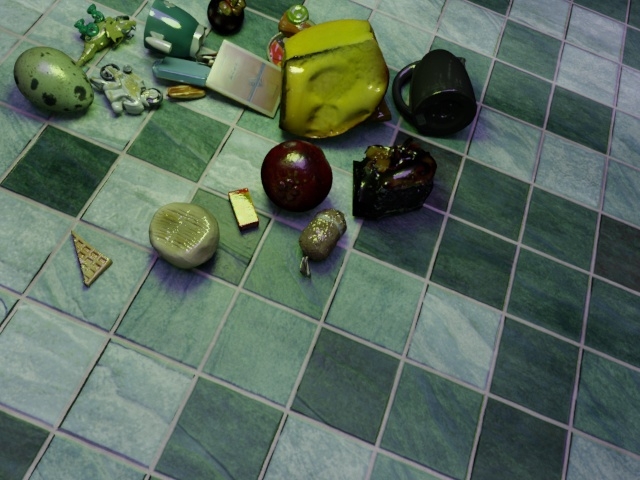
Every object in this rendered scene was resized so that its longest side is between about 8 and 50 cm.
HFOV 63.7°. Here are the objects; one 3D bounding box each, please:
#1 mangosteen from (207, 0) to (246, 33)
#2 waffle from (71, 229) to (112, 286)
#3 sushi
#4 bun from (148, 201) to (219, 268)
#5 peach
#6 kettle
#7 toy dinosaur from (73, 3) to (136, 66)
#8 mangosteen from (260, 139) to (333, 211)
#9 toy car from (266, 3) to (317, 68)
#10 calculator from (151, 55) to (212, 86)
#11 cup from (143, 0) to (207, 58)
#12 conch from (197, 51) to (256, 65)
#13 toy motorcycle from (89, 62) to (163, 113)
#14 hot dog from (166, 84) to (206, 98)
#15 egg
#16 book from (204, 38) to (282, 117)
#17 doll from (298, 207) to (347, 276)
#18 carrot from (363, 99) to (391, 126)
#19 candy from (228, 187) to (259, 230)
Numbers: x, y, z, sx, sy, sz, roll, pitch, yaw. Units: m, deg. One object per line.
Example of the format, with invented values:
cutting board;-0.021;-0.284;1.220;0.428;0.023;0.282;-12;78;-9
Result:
mangosteen;-0.319;-0.794;1.778;0.137;0.151;0.137;10;73;-35
waffle;-0.653;0.047;1.400;0.152;0.023;0.097;37;64;6
sushi;0.227;-0.196;1.562;0.226;0.212;0.216;6;64;-8
bun;-0.376;-0.011;1.422;0.193;0.128;0.179;24;63;14
peach;0.021;-0.497;1.616;0.380;0.306;0.243;-18;36;10
kettle;0.377;-0.526;1.765;0.268;0.207;0.291;-10;58;16
toy dinosaur;-0.735;-0.664;1.685;0.153;0.094;0.259;38;73;12
mangosteen;-0.063;-0.203;1.534;0.215;0.215;0.258;23;33;1
toy car;-0.078;-0.660;1.781;0.234;0.145;0.235;0;80;2
calculator;-0.443;-0.553;1.686;0.210;0.039;0.121;10;41;-6
cup;-0.472;-0.683;1.697;0.173;0.168;0.300;18;38;-10
conch;-0.283;-0.600;1.716;0.232;0.080;0.086;16;77;-25
toy motorcycle;-0.618;-0.466;1.619;0.228;0.074;0.151;30;68;2
hot dog;-0.437;-0.482;1.678;0.133;0.041;0.057;-13;68;-23
egg;-0.789;-0.471;1.534;0.228;0.177;0.177;32;63;-12
book;-0.234;-0.526;1.680;0.241;0.018;0.170;22;81;-16
doll;-0.006;-0.002;1.495;0.105;0.115;0.221;38;71;-2
carrot;0.145;-0.521;1.757;0.114;0.114;0.302;-16;73;-16
candy;-0.228;-0.093;1.530;0.062;0.038;0.122;-16;69;-16
